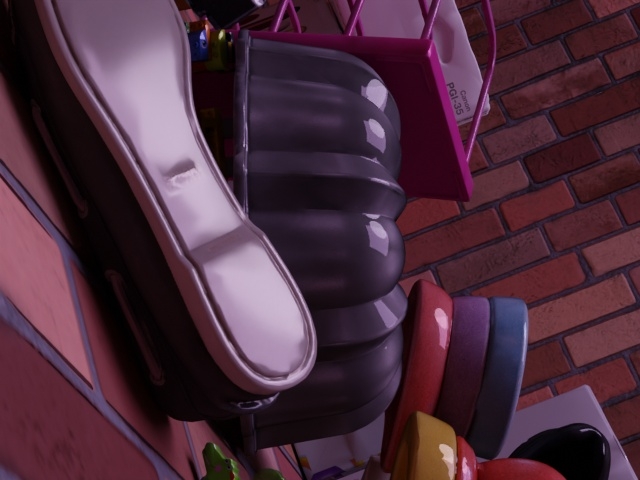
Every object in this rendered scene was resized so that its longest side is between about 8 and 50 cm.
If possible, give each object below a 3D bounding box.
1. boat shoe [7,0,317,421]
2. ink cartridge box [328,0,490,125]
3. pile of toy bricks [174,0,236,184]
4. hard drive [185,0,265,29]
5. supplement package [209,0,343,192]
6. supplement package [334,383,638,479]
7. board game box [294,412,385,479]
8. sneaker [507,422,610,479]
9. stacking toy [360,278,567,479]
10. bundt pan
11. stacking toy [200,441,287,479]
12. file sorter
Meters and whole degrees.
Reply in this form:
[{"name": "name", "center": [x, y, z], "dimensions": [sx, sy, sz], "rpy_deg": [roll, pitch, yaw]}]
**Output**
[{"name": "boat shoe", "center": [-0.116, -0.048, 0.810], "dimensions": [0.112, 0.095, 0.335], "rpy_deg": [-18, 81, -52]}, {"name": "ink cartridge box", "center": [0.082, -0.250, 1.571], "dimensions": [0.283, 0.117, 0.207], "rpy_deg": [-105, 173, -69]}, {"name": "pile of toy bricks", "center": [-0.137, -0.141, 1.072], "dimensions": [0.105, 0.118, 0.212], "rpy_deg": [-8, 92, -59]}, {"name": "hard drive", "center": [-0.121, -0.348, 1.046], "dimensions": [0.339, 0.064, 0.237], "rpy_deg": [51, 41, -17]}, {"name": "supplement package", "center": [-0.058, -0.171, 1.613], "dimensions": [0.194, 0.203, 0.149], "rpy_deg": [-108, 176, -64]}, {"name": "supplement package", "center": [0.162, 0.298, 1.311], "dimensions": [0.177, 0.293, 0.175], "rpy_deg": [-108, 176, -51]}, {"name": "board game box", "center": [0.049, 0.193, 1.522], "dimensions": [0.275, 0.142, 0.144], "rpy_deg": [61, 8, -70]}, {"name": "sneaker", "center": [0.138, 0.256, 1.130], "dimensions": [0.109, 0.286, 0.130], "rpy_deg": [34, -17, 12]}, {"name": "stacking toy", "center": [0.107, 0.202, 1.072], "dimensions": [0.309, 0.130, 0.279], "rpy_deg": [-80, -177, -57]}, {"name": "bundt pan", "center": [0.000, 0.000, 1.075], "dimensions": [0.331, 0.124, 0.331], "rpy_deg": [178, -90, -90]}, {"name": "stacking toy", "center": [-0.009, 0.238, 0.892], "dimensions": [0.167, 0.052, 0.221], "rpy_deg": [62, 7, -73]}, {"name": "file sorter", "center": [-0.001, -0.176, 1.260], "dimensions": [0.202, 0.290, 0.182], "rpy_deg": [66, 36, -53]}]
